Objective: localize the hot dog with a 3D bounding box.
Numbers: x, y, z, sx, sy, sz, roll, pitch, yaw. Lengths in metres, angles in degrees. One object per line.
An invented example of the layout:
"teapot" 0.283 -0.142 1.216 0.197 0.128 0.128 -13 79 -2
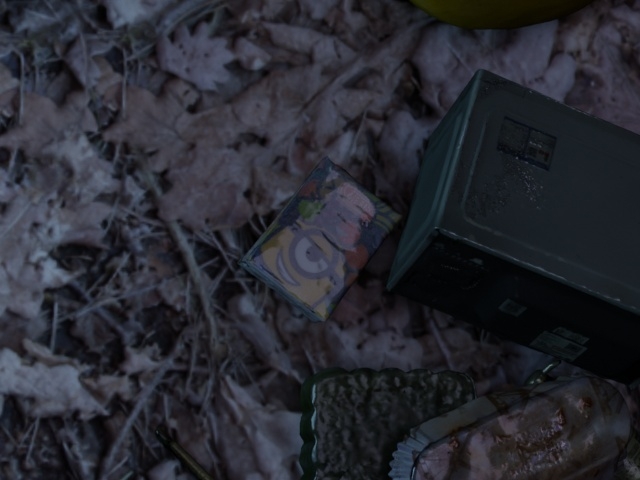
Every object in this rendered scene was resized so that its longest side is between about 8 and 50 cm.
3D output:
"hot dog" 0.197 0.223 1.672 0.268 0.075 0.144 -17 87 -18

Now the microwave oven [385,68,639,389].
"microwave oven" 0.245 -0.005 1.729 0.295 0.181 0.237 22 61 -7

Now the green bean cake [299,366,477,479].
"green bean cake" 0.071 0.225 1.717 0.185 0.094 0.183 0 81 -12

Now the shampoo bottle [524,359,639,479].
"shampoo bottle" 0.283 0.202 1.771 0.162 0.079 0.079 44 76 -2

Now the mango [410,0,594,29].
"mango" 0.234 -0.328 1.800 0.331 0.142 0.195 -29 123 -9

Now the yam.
"yam" -0.134 0.234 1.715 0.107 0.014 0.014 46 76 -2

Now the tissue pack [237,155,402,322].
"tissue pack" 0.000 0.000 1.754 0.108 0.060 0.148 38 75 -5
